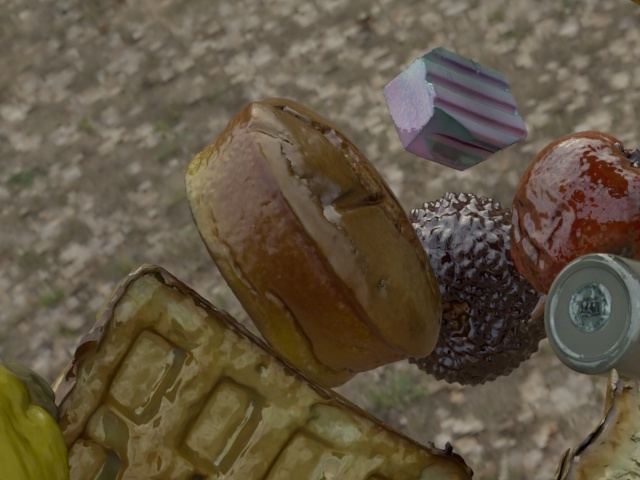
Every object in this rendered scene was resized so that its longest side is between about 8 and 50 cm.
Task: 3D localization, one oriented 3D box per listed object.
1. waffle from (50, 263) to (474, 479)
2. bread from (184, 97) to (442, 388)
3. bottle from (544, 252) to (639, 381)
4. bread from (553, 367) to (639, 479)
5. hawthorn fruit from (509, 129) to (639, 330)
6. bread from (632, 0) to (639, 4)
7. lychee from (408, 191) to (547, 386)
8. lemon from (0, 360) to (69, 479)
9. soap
[{"bbox_3d":[-0.085,0.217,1.140,0.304,0.348,0.077,-56,22,-3],"label":"waffle"},{"bbox_3d":[0.000,0.000,1.293,0.143,0.269,0.195,-31,6,20],"label":"bread"},{"bbox_3d":[0.315,0.078,1.347,0.110,0.233,0.109,-11,75,44],"label":"bottle"},{"bbox_3d":[0.257,0.327,1.161,0.248,0.279,0.315,19,55,18],"label":"bread"},{"bbox_3d":[0.292,0.009,1.611,0.243,0.207,0.207,-59,37,17],"label":"hawthorn fruit"},{"bbox_3d":[0.403,-0.410,1.321,0.361,0.250,0.394,-43,16,35],"label":"bread"},{"bbox_3d":[0.193,0.050,1.951,0.271,0.271,0.271,-16,41,15],"label":"lychee"},{"bbox_3d":[-0.307,0.204,0.845,0.350,0.349,0.387,21,59,43],"label":"lemon"},{"bbox_3d":[0.119,-0.114,1.306,0.056,0.149,0.100,-36,59,31],"label":"soap"}]
